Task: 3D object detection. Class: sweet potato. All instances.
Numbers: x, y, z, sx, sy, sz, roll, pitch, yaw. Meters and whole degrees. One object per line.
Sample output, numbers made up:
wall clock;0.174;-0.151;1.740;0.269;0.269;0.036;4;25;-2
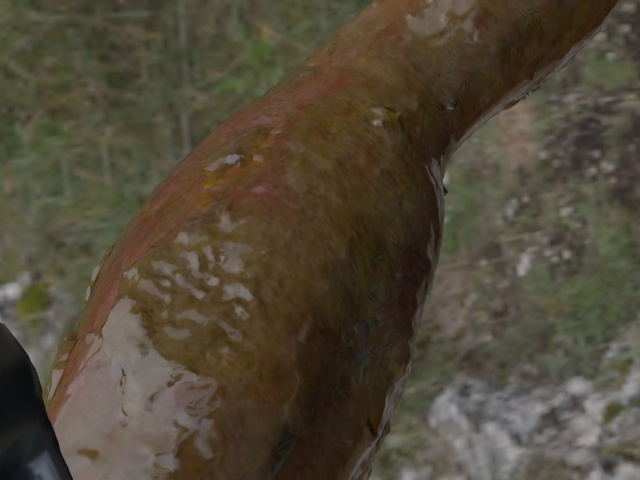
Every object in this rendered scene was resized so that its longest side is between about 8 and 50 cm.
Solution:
sweet potato;0.000;0.000;0.590;0.109;0.385;0.109;23;147;16

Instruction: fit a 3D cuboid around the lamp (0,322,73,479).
lamp;-0.116;0.242;0.350;0.272;0.205;0.374;-26;92;24
